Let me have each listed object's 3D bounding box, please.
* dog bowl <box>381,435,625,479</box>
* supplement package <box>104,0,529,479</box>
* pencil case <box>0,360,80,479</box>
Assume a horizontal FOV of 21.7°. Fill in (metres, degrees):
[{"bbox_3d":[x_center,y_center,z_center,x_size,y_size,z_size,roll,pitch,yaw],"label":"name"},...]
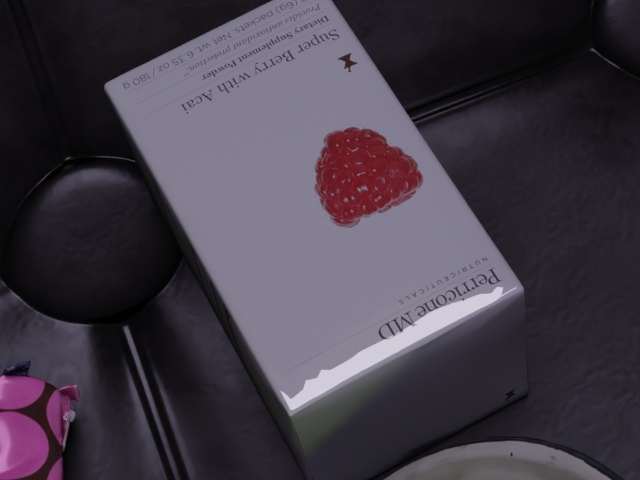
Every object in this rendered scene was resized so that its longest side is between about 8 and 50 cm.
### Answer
[{"bbox_3d":[0.102,0.322,0.901,0.408,0.150,0.408,-36,39,36],"label":"dog bowl"},{"bbox_3d":[0.000,0.000,1.178,0.177,0.175,0.293,-28,62,-7],"label":"supplement package"},{"bbox_3d":[-0.217,0.195,1.159,0.098,0.095,0.209,1,63,-9],"label":"pencil case"}]
